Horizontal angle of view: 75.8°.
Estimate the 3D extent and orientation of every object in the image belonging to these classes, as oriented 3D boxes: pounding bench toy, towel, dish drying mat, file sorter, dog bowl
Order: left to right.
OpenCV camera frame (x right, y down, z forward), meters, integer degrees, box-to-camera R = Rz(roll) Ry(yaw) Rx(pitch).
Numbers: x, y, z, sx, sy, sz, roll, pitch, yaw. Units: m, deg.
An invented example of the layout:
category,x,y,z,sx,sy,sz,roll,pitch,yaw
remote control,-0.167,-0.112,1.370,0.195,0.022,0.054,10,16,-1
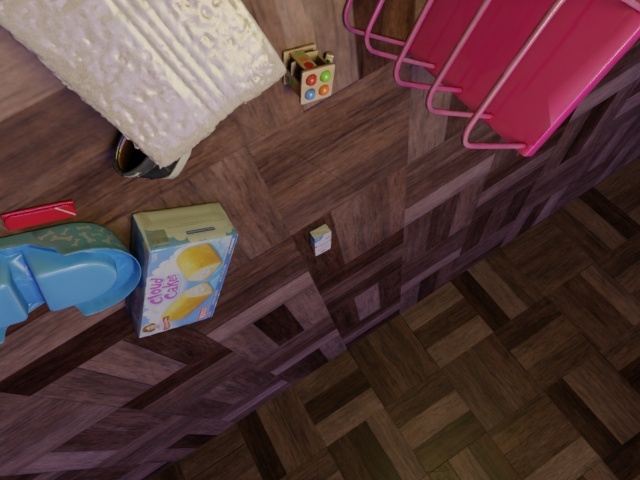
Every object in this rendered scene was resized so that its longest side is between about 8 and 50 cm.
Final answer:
category,x,y,z,sx,sy,sz,roll,pitch,yaw
dog bowl,-0.427,0.061,0.598,0.297,0.074,0.165,-19,149,-30
dish drying mat,-0.383,-0.034,0.564,0.083,0.008,0.032,-19,150,-29
towel,-0.180,-0.214,0.378,0.187,0.049,0.282,-37,133,5
pounding bench toy,-0.004,-0.243,0.594,0.083,0.065,0.052,-25,151,-21
file sorter,0.189,-0.277,0.517,0.182,0.290,0.202,-8,143,-37

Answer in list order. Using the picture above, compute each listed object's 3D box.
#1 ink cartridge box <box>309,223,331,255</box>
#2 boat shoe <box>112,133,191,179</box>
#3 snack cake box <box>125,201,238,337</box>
category,x,y,z,sx,sy,sz,roll,pitch,yaw
ink cartridge box,0.000,0.000,1.034,0.048,0.028,0.083,-27,152,-15
boat shoe,-0.183,-0.165,0.495,0.079,0.084,0.233,-8,145,-49
snack cake box,-0.265,0.059,0.762,0.152,0.089,0.264,-14,146,-37
